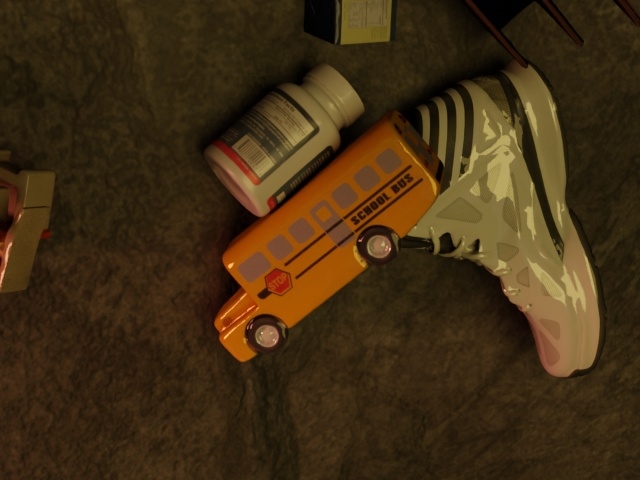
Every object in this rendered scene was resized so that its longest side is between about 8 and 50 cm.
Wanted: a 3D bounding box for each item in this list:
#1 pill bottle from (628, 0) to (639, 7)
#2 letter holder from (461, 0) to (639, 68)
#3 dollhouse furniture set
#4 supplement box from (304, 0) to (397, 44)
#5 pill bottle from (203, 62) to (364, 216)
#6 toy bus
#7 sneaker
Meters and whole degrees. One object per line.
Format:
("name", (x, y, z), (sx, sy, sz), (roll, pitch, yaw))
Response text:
("pill bottle", (0.481, -0.481, 1.828), (0.361, 0.204, 0.204), (-47, 123, -5))
("letter holder", (0.217, -0.334, 1.696), (0.152, 0.214, 0.302), (-41, 130, 10))
("dollhouse furniture set", (-0.395, -0.018, 1.505), (0.259, 0.262, 0.135), (-7, 118, -60))
("supplement box", (0.036, -0.270, 1.733), (0.083, 0.083, 0.056), (-8, 112, -26))
("pill bottle", (-0.039, -0.124, 1.732), (0.180, 0.108, 0.108), (-42, 122, -9))
("toy bus", (0.000, 0.000, 1.745), (0.333, 0.108, 0.130), (-39, 99, 17))
("sneaker", (0.207, 0.006, 1.909), (0.258, 0.169, 0.447), (-20, 109, -12))
